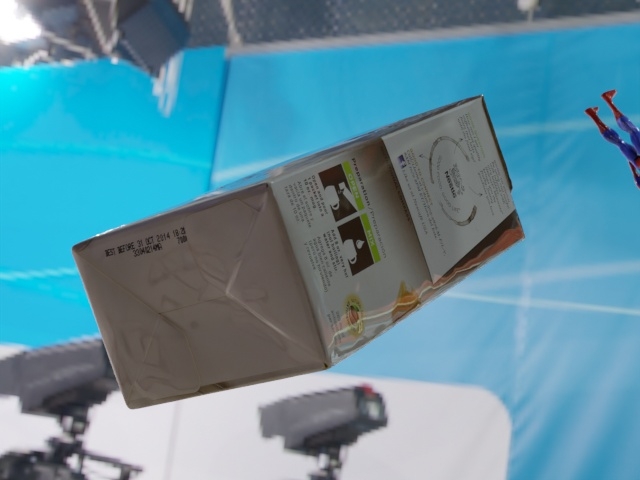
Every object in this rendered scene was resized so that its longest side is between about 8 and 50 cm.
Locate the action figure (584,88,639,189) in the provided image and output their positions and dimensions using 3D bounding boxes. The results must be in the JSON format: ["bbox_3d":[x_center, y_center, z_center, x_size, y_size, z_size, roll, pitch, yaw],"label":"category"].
[{"bbox_3d":[0.261,-0.069,1.017,0.030,0.115,0.038,-12,-24,-47],"label":"action figure"}]

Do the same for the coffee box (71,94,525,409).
[{"bbox_3d":[0.000,0.000,0.718,0.141,0.098,0.246,-15,7,35],"label":"coffee box"}]
